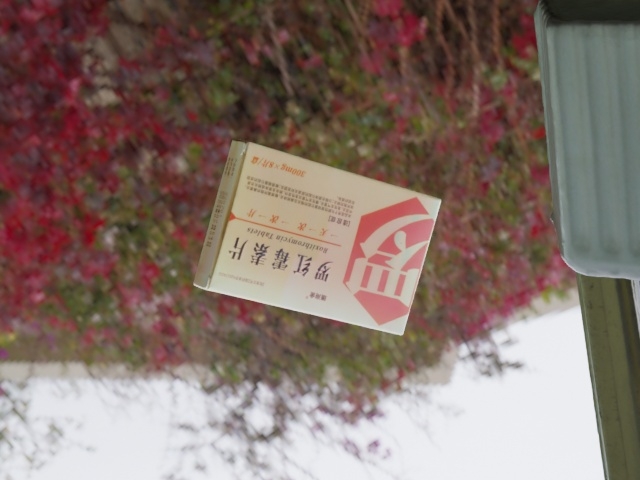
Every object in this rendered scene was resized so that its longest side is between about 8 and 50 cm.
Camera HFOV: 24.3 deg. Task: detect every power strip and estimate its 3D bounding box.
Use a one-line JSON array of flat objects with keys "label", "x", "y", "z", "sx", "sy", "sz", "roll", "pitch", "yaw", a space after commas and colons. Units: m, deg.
[{"label": "power strip", "x": 0.282, "y": 0.177, "z": 1.279, "sx": 0.066, "sy": 0.092, "sz": 0.387, "roll": -9, "pitch": -92, "yaw": 34}]

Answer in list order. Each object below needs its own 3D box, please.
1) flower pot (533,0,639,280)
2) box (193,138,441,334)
[{"label": "flower pot", "x": 0.269, "y": -0.092, "z": 1.086, "sx": 0.209, "sy": 0.189, "sz": 0.239, "roll": -6, "pitch": -161, "yaw": 7}, {"label": "box", "x": 0.000, "y": 0.000, "z": 0.572, "sx": 0.015, "sy": 0.093, "sz": 0.058, "roll": 20, "pitch": -86, "yaw": 59}]
